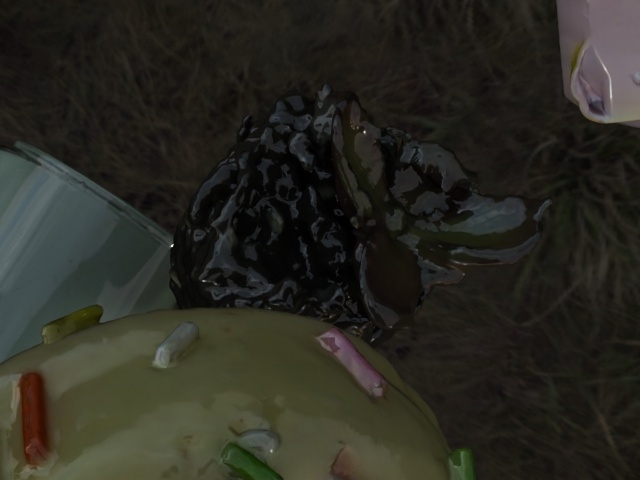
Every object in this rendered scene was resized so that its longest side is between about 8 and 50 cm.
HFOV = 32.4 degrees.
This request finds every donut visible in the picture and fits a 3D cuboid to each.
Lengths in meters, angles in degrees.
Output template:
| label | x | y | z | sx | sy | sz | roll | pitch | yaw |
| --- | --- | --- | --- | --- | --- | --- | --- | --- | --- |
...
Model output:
| label | x | y | z | sx | sy | sz | roll | pitch | yaw |
| --- | --- | --- | --- | --- | --- | --- | --- | --- | --- |
| donut | -0.061 | 0.184 | 0.544 | 0.371 | 0.150 | 0.308 | 2 | 109 | -33 |

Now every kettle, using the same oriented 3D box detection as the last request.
| label | x | y | z | sx | sy | sz | roll | pitch | yaw |
| --- | --- | --- | --- | --- | --- | --- | --- | --- | --- |
| kettle | -0.240 | 0.109 | 0.943 | 0.265 | 0.205 | 0.318 | 30 | 81 | 14 |

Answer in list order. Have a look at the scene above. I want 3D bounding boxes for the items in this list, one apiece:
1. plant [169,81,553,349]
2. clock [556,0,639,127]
| label | x | y | z | sx | sy | sz | roll | pitch | yaw |
| --- | --- | --- | --- | --- | --- | --- | --- | --- | --- |
| plant | 0.000 | 0.000 | 0.770 | 0.204 | 0.234 | 0.178 | 28 | 70 | -20 |
| clock | 0.300 | -0.277 | 0.842 | 0.250 | 0.377 | 0.368 | -5 | 131 | 13 |
